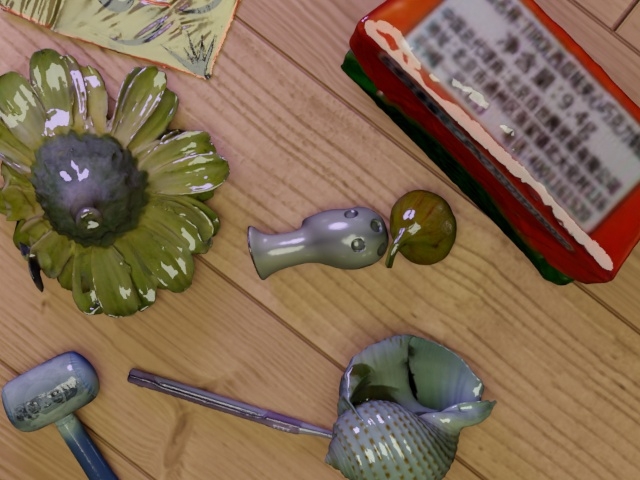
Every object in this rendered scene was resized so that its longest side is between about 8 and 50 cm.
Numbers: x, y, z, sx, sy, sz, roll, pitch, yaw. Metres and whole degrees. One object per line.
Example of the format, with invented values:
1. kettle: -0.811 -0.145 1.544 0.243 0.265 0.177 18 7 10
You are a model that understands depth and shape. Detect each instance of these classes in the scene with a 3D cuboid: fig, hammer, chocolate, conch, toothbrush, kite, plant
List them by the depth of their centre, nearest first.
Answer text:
1. chocolate: 0.200 -0.124 1.642 0.161 0.341 0.360 -45 91 -2
2. plant: -0.268 -0.033 1.763 0.306 0.297 0.261 26 129 -14
3. fig: 0.110 -0.013 1.777 0.082 0.098 0.084 36 119 18
4. conch: 0.091 0.212 1.787 0.200 0.131 0.172 -8 59 -32
5. kite: -0.198 -0.335 1.806 0.377 0.013 0.327 -23 95 5
6. toothbrush: -0.061 0.217 1.853 0.354 0.024 0.029 17 106 2
7. hammer: -0.288 0.231 1.858 0.116 0.069 0.194 -28 102 6

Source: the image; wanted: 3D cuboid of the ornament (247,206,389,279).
1. ornament: 0.000 0.000 1.801 0.156 0.081 0.075 -10 138 8
